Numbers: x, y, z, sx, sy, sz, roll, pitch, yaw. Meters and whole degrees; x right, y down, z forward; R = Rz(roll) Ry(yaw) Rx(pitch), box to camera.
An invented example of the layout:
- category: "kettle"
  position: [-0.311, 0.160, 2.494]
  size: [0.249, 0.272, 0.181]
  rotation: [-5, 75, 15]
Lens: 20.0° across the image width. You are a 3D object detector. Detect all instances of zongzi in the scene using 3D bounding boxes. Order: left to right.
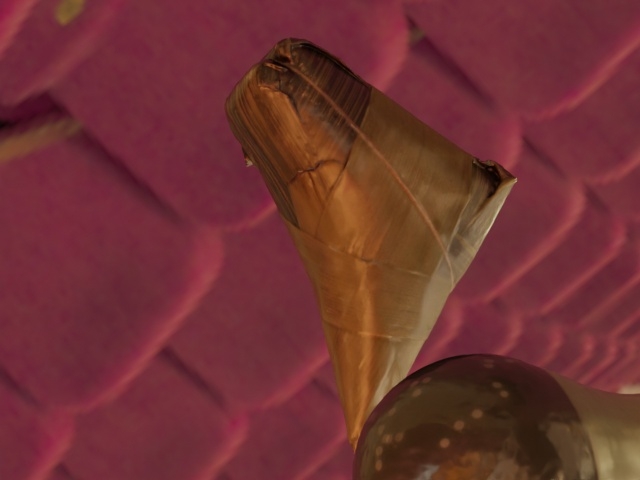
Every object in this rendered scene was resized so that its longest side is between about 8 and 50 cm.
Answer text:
- category: "zongzi"
  position: [0.000, 0.000, 1.719]
  size: [0.317, 0.289, 0.154]
  rotation: [-62, -166, -24]

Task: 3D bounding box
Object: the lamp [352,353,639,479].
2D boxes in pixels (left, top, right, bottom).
- category: "lamp"
  position: [0.167, 0.147, 1.302]
  size: [0.314, 0.182, 0.182]
  rotation: [-24, 164, -27]
